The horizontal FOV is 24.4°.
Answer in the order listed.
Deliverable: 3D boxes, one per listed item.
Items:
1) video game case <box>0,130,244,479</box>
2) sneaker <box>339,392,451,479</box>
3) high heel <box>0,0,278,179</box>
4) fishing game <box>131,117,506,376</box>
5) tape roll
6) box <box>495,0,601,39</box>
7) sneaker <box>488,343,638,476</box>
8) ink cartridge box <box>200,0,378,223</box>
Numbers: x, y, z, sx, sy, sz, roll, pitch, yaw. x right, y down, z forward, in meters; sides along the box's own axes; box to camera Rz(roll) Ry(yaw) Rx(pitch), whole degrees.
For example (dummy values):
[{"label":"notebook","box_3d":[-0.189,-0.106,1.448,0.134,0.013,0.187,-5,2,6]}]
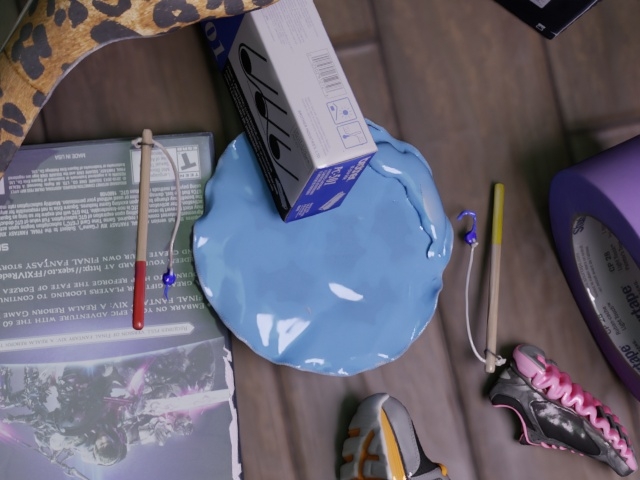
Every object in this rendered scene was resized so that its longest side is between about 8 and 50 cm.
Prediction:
[{"label":"video game case","box_3d":[-0.157,0.070,0.995,0.196,0.026,0.274,-5,87,-8]},{"label":"sneaker","box_3d":[0.079,0.201,0.994,0.083,0.084,0.215,-20,92,-21]},{"label":"high heel","box_3d":[-0.144,-0.091,0.929,0.261,0.093,0.186,-1,108,8]},{"label":"fishing game","box_3d":[0.000,0.000,1.007,0.264,0.041,0.189,4,76,-16]},{"label":"tape roll","box_3d":[0.229,0.024,0.964,0.080,0.189,0.189,-25,89,-8]},{"label":"box","box_3d":[0.179,-0.237,0.993,0.093,0.156,0.158,35,82,-2]},{"label":"sneaker","box_3d":[0.166,0.127,1.027,0.119,0.047,0.057,41,104,-2]},{"label":"ink cartridge box","box_3d":[-0.033,-0.124,0.964,0.046,0.097,0.207,-18,76,-20]}]
